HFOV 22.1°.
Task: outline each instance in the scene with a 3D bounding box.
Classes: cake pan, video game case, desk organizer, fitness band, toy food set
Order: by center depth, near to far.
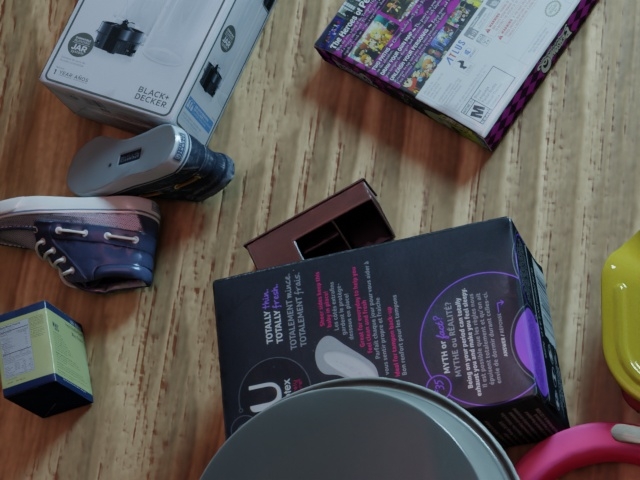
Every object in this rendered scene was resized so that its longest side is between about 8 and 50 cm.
[{"bbox_3d":[0.017,0.241,1.266,0.293,0.054,0.293,-7,69,17],"label":"cake pan"},{"bbox_3d":[0.276,0.263,1.326,0.291,0.054,0.209,18,76,23],"label":"fitness band"},{"bbox_3d":[0.303,0.087,1.376,0.128,0.071,0.218,-3,64,16],"label":"toy food set"},{"bbox_3d":[0.000,0.000,1.530,0.130,0.047,0.050,-29,65,7],"label":"desk organizer"},{"bbox_3d":[0.141,-0.228,1.572,0.210,0.042,0.232,31,82,27],"label":"video game case"}]

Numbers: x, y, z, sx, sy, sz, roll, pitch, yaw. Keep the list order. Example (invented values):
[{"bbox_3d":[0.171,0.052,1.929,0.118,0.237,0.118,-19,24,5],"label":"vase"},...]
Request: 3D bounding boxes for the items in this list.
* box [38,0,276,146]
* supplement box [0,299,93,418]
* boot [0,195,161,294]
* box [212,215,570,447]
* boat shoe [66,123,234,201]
[{"bbox_3d":[-0.140,-0.248,1.653,0.169,0.087,0.290,18,77,24],"label":"box"},{"bbox_3d":[-0.263,0.113,1.555,0.056,0.083,0.083,-18,66,11],"label":"supplement box"},{"bbox_3d":[-0.251,0.007,1.600,0.190,0.069,0.086,-4,66,16],"label":"boot"},{"bbox_3d":[0.061,0.101,1.413,0.270,0.143,0.165,-12,67,15],"label":"box"},{"bbox_3d":[-0.169,-0.064,1.609,0.183,0.083,0.065,-7,64,46],"label":"boat shoe"}]
